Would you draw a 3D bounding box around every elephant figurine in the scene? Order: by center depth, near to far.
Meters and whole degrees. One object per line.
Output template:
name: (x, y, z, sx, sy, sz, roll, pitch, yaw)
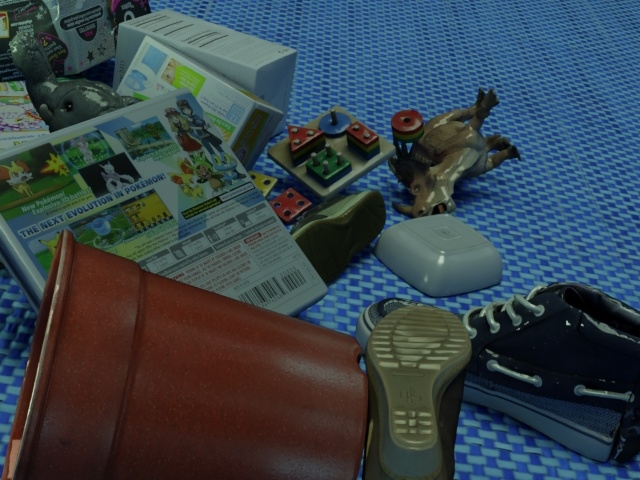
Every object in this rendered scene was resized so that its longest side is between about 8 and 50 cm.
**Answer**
elephant figurine: (-0.266, -0.115, 1.468, 0.186, 0.239, 0.169, -9, 33, -34)

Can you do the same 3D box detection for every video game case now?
video game case: (-0.182, -0.001, 1.312, 0.329, 0.036, 0.300, -28, 80, -44)

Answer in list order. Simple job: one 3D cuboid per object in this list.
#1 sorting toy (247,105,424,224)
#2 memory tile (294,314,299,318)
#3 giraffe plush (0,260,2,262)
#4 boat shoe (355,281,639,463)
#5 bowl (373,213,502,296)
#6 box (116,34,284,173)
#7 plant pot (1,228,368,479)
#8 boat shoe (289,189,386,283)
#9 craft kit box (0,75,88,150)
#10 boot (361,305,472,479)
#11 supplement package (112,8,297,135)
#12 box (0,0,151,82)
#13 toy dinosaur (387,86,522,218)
sorting toy: (0.006, -0.130, 1.693, 0.274, 0.046, 0.132, -34, 51, -20)
memory tile: (-0.097, 0.090, 1.388, 0.113, 0.012, 0.148, 20, 29, 16)
giraffe plush: (-0.399, -0.052, 1.396, 0.170, 0.210, 0.181, 36, 51, 10)
boat shoe: (0.206, 0.098, 1.323, 0.340, 0.158, 0.127, 21, 29, 18)
bowl: (0.157, 0.011, 1.590, 0.142, 0.053, 0.142, -10, 32, -36)
box: (-0.173, -0.186, 1.718, 0.203, 0.114, 0.103, 32, 8, 20)
plant pot: (-0.116, 0.152, 1.021, 0.265, 0.272, 0.272, 14, 26, -14)
boat shoe: (0.000, -0.001, 1.540, 0.073, 0.080, 0.223, -1, 23, 39)
craft kit box: (-0.389, -0.153, 1.703, 0.249, 0.061, 0.246, -12, 38, -37)
boot: (0.073, 0.191, 1.044, 0.090, 0.207, 0.248, 7, 28, 6)
supplement package: (-0.180, -0.249, 1.869, 0.244, 0.139, 0.134, 20, 28, 20)
box: (-0.395, -0.346, 1.925, 0.163, 0.142, 0.247, -4, 21, 25)
toy dinosaur: (0.181, -0.134, 1.821, 0.200, 0.127, 0.296, -26, 11, 5)
